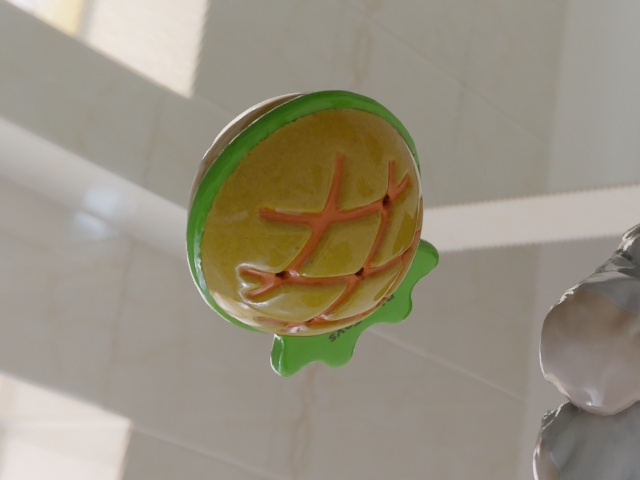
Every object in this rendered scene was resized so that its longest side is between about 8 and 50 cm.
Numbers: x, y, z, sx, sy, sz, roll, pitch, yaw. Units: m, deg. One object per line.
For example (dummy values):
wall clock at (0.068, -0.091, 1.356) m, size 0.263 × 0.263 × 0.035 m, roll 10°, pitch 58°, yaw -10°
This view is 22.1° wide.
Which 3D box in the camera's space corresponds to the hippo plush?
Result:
hippo plush at (0.285, 0.092, 1.016) m, size 0.236 × 0.234 × 0.294 m, roll 11°, pitch -143°, yaw 25°

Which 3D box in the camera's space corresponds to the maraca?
maraca at (0.000, 0.000, 0.802) m, size 0.127 × 0.186 × 0.099 m, roll -34°, pitch -130°, yaw -5°
